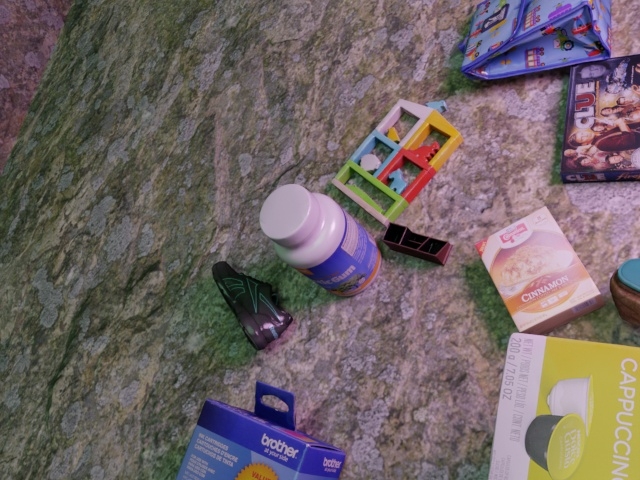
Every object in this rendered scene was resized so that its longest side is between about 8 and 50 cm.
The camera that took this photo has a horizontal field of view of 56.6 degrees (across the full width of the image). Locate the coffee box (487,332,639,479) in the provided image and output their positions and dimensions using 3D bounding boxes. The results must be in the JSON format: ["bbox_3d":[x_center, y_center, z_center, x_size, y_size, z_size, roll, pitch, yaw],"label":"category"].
[{"bbox_3d":[0.408,0.329,0.713,0.334,0.338,0.338,3,70,33],"label":"coffee box"}]

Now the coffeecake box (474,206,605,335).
[{"bbox_3d":[0.377,0.057,1.036,0.142,0.068,0.186,-31,54,17],"label":"coffeecake box"}]

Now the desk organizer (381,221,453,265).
[{"bbox_3d":[0.192,0.005,1.188,0.130,0.050,0.047,18,78,37],"label":"desk organizer"}]

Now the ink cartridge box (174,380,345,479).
[{"bbox_3d":[-0.131,0.474,1.108,0.269,0.151,0.396,10,72,35],"label":"ink cartridge box"}]

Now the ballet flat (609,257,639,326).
[{"bbox_3d":[0.571,0.143,0.837,0.116,0.124,0.342,-35,40,-22],"label":"ballet flat"}]

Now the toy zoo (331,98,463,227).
[{"bbox_3d":[0.177,-0.190,1.304,0.293,0.030,0.192,-49,52,3],"label":"toy zoo"}]

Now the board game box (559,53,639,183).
[{"bbox_3d":[0.537,-0.224,1.086,0.164,0.042,0.244,1,68,33],"label":"board game box"}]

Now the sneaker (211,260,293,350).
[{"bbox_3d":[-0.157,0.131,1.338,0.106,0.101,0.267,-31,50,-11],"label":"sneaker"}]

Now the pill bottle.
[{"bbox_3d":[0.000,0.000,1.170,0.152,0.272,0.153,-14,61,27],"label":"pill bottle"}]

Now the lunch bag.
[{"bbox_3d":[0.422,-0.442,1.214,0.293,0.138,0.221,-12,49,39],"label":"lunch bag"}]
